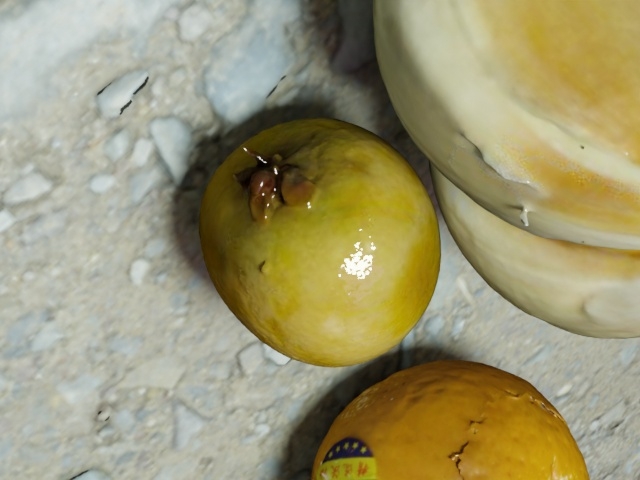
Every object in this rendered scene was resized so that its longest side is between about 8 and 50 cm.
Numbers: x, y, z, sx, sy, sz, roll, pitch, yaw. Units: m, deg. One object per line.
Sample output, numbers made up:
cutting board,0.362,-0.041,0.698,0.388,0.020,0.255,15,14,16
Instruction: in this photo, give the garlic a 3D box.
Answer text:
garlic,0.145,-0.098,0.805,0.249,0.313,0.286,-37,150,22

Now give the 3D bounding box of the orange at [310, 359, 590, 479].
orange,0.090,0.196,1.012,0.219,0.193,0.219,11,70,-31

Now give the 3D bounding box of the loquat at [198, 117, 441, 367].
loquat,0.000,0.000,0.832,0.137,0.163,0.163,-24,135,3
